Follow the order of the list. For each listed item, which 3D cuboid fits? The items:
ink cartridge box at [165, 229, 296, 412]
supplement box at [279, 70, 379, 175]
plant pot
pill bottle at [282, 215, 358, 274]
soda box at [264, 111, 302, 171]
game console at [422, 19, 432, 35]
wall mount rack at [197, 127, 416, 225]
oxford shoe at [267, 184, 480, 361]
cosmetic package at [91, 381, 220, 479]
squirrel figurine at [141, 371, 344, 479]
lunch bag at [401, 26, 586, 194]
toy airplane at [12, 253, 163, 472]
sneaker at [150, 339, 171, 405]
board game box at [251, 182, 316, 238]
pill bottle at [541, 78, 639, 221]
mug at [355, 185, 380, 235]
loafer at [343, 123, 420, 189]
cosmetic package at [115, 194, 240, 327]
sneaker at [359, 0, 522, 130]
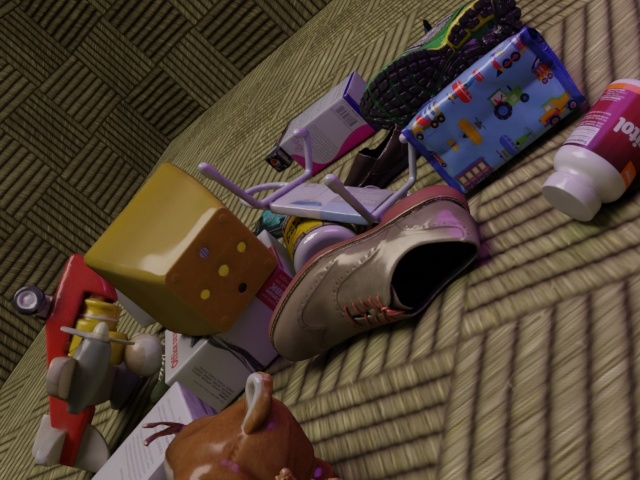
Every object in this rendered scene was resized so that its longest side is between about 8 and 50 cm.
[{"bbox_3d":[-0.139,0.139,1.233,0.273,0.114,0.197,-46,22,6],"label":"ink cartridge box"},{"bbox_3d":[0.028,-0.261,1.617,0.220,0.111,0.114,-32,26,36],"label":"supplement box"},{"bbox_3d":[-0.197,0.028,1.120,0.187,0.212,0.212,15,63,52],"label":"plant pot"},{"bbox_3d":[0.000,0.000,1.202,0.117,0.117,0.215,-45,21,7],"label":"pill bottle"},{"bbox_3d":[-0.081,-0.264,1.918,0.060,0.053,0.169,-21,33,50],"label":"soda box"},{"bbox_3d":[0.220,-0.419,1.585,0.071,0.107,0.122,-14,28,6],"label":"game console"},{"bbox_3d":[-0.005,-0.092,1.096,0.350,0.130,0.304,7,25,27],"label":"wall mount rack"},{"bbox_3d":[0.062,0.066,0.967,0.348,0.123,0.130,-42,27,18],"label":"oxford shoe"},{"bbox_3d":[-0.185,0.321,0.950,0.184,0.151,0.151,-51,21,-5],"label":"cosmetic package"},{"bbox_3d":[-0.081,0.321,0.687,0.397,0.281,0.370,-7,33,40],"label":"squirrel figurine"},{"bbox_3d":[0.265,-0.226,1.119,0.221,0.138,0.293,-39,10,24],"label":"lunch bag"},{"bbox_3d":[-0.441,0.264,1.418,0.272,0.384,0.386,-7,33,-5],"label":"toy airplane"},{"bbox_3d":[-0.286,0.228,1.399,0.192,0.086,0.064,-49,21,-3],"label":"sneaker"},{"bbox_3d":[-0.085,-0.055,1.595,0.186,0.026,0.126,-17,36,53],"label":"board game box"},{"bbox_3d":[0.319,-0.099,0.800,0.152,0.086,0.086,-51,21,-7],"label":"pill bottle"},{"bbox_3d":[0.073,-0.050,1.233,0.078,0.062,0.064,-50,10,-36],"label":"mug"},{"bbox_3d":[0.088,-0.134,1.321,0.220,0.078,0.080,-43,21,12],"label":"loafer"},{"bbox_3d":[-0.323,0.059,1.620,0.365,0.155,0.197,-24,21,52],"label":"cosmetic package"},{"bbox_3d":[0.224,-0.336,1.382,0.343,0.134,0.146,-35,16,7],"label":"sneaker"}]
